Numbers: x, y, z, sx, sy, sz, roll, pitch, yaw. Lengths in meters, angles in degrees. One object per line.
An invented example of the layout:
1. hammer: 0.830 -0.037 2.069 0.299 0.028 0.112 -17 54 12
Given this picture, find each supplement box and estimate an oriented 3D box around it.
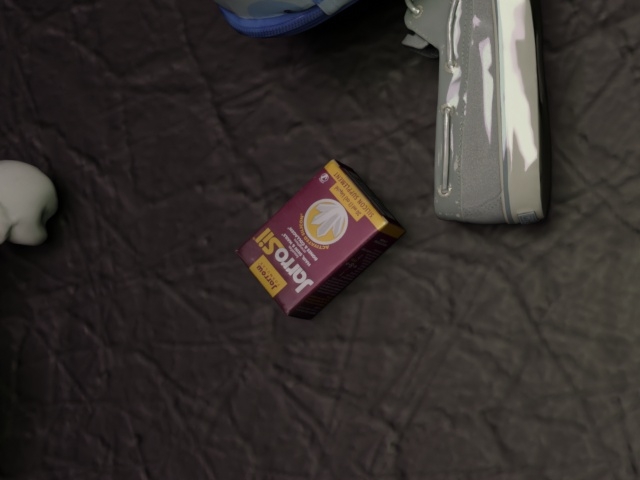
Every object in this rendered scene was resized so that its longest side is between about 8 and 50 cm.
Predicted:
1. supplement box: 0.000 0.000 0.911 0.083 0.043 0.055 -44 73 9

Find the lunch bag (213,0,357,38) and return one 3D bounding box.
1. lunch bag: 0.030 -0.273 0.858 0.303 0.115 0.243 -31 48 12

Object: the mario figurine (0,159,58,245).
1. mario figurine: -0.281 0.036 0.984 0.198 0.170 0.320 -30 58 50

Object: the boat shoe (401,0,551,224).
1. boat shoe: 0.086 -0.120 0.879 0.081 0.079 0.227 -5 84 14
